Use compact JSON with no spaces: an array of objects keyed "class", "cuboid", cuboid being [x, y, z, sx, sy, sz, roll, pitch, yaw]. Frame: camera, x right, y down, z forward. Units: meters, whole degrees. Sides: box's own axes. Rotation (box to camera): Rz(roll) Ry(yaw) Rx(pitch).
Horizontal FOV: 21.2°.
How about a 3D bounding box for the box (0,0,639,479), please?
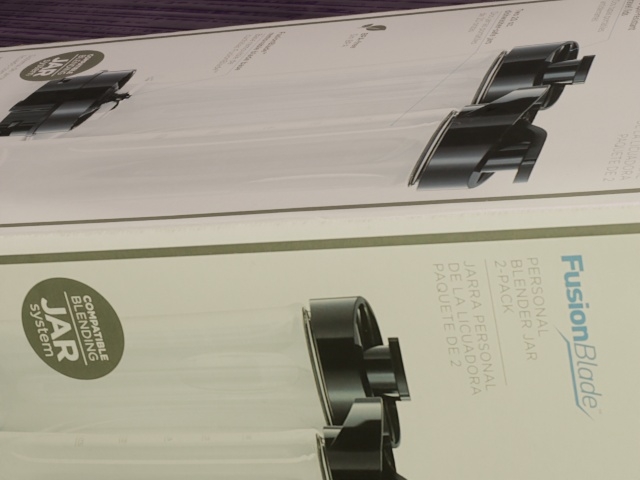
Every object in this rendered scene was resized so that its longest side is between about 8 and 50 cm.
[{"class":"box","cuboid":[0.000,0.000,0.483,0.290,0.087,0.169,-4,24,18]}]
